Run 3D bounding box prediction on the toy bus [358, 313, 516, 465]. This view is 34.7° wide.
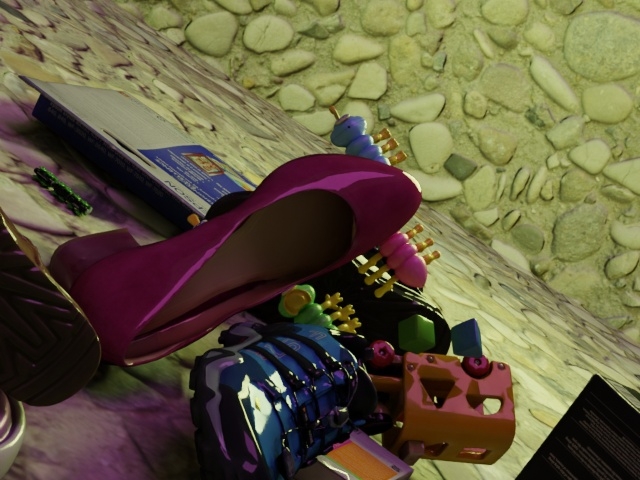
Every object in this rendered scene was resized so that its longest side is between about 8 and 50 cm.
[{"bbox_3d":[0.095,0.171,1.028,0.191,0.202,0.104,40,40,-44],"label":"toy bus"}]

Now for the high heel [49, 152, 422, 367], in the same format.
[{"bbox_3d":[-0.041,0.025,0.914,0.377,0.127,0.181,-19,31,-21],"label":"high heel"}]

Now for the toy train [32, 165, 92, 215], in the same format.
[{"bbox_3d":[-0.284,-0.054,1.131,0.083,0.017,0.024,38,2,15],"label":"toy train"}]

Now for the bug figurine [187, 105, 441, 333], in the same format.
[{"bbox_3d":[0.000,0.000,1.082,0.216,0.279,0.072,51,-7,5],"label":"bug figurine"}]

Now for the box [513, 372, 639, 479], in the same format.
[{"bbox_3d":[0.329,0.289,1.017,0.103,0.184,0.261,25,16,-44],"label":"box"}]

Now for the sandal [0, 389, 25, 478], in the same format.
[{"bbox_3d":[-0.343,0.000,0.570,0.416,0.102,0.169,31,13,-13],"label":"sandal"}]

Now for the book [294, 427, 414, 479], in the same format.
[{"bbox_3d":[0.021,0.198,0.924,0.096,0.035,0.144,35,12,19],"label":"book"}]

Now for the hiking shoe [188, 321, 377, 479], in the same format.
[{"bbox_3d":[-0.023,0.122,0.799,0.132,0.113,0.304,-7,14,4],"label":"hiking shoe"}]

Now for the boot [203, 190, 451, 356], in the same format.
[{"bbox_3d":[-0.003,0.025,1.287,0.348,0.131,0.260,35,14,-20],"label":"boot"}]

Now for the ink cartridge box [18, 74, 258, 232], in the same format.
[{"bbox_3d":[-0.223,-0.101,1.356,0.304,0.072,0.307,37,15,8],"label":"ink cartridge box"}]

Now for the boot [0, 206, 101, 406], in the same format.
[{"bbox_3d":[-0.257,-0.017,0.672,0.269,0.089,0.236,30,-27,60],"label":"boot"}]
